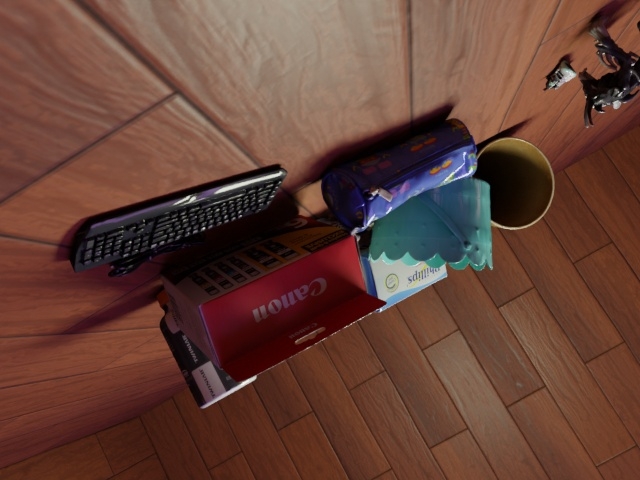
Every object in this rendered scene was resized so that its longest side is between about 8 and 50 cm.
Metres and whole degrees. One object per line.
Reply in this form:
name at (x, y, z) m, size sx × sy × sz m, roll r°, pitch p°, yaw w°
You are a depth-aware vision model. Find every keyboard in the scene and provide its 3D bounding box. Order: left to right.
keyboard at (-0.205, -0.016, 0.843) m, size 0.317 × 0.033 × 0.201 m, roll -21°, pitch 167°, yaw -35°

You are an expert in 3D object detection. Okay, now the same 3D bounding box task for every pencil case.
pencil case at (0.150, -0.122, 1.041) m, size 0.306 × 0.119 × 0.133 m, roll -26°, pitch -168°, yaw -24°

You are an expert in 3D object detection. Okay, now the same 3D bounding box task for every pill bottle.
pill bottle at (-0.240, 0.200, 1.161) m, size 0.130 × 0.246 × 0.130 m, roll -29°, pitch 171°, yaw -5°

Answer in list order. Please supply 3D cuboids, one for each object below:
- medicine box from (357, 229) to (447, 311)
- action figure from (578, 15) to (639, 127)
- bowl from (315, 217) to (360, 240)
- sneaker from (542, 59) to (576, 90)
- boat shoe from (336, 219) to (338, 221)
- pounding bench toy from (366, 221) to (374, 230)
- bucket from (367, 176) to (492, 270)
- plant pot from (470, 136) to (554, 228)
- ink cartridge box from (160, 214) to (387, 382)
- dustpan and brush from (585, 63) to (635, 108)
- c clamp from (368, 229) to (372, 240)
medicine box at (0.142, 0.070, 1.559) m, size 0.263 × 0.149 × 0.289 m, roll -22°, pitch -168°, yaw -35°
action figure at (0.554, -0.346, 1.046) m, size 0.276 × 0.141 × 0.164 m, roll -49°, pitch 166°, yaw 15°
bowl at (0.000, 0.000, 1.319) m, size 0.170 × 0.080 × 0.170 m, roll -28°, pitch 169°, yaw -6°
sneaker at (0.487, -0.332, 1.181) m, size 0.069 × 0.038 × 0.098 m, roll -36°, pitch 167°, yaw 27°
boat shoe at (0.065, -0.029, 1.411) m, size 0.072 × 0.068 × 0.190 m, roll -37°, pitch 174°, yaw -33°
pounding bench toy at (0.142, -0.072, 1.435) m, size 0.083 × 0.052 × 0.065 m, roll -29°, pitch 169°, yaw -5°
bucket at (0.241, -0.035, 1.254) m, size 0.281 × 0.183 × 0.281 m, roll 4°, pitch 175°, yaw 0°
plant pot at (0.469, -0.145, 1.591) m, size 0.237 × 0.237 × 0.254 m, roll -28°, pitch -176°, yaw -10°
ink cartridge box at (-0.084, 0.085, 1.021) m, size 0.309 × 0.130 × 0.272 m, roll -25°, pitch -156°, yaw -26°
dustpan and brush at (0.845, -0.421, 1.655) m, size 0.147 × 0.060 × 0.211 m, roll -34°, pitch 168°, yaw 23°
c clamp at (0.188, -0.054, 1.506) m, size 0.137 × 0.022 × 0.161 m, roll -12°, pitch -142°, yaw 18°
